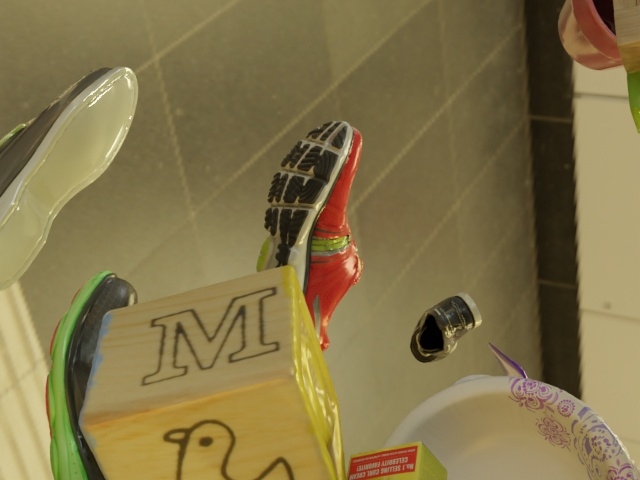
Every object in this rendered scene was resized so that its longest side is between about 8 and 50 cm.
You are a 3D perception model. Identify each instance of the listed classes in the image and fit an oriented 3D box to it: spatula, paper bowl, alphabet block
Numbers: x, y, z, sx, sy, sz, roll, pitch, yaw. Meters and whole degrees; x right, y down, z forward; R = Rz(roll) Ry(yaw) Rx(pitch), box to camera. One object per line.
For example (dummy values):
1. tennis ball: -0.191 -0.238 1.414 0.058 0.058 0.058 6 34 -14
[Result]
1. spatula: 0.299 0.243 1.600 0.084 0.030 0.296 60 6 -30
2. paper bowl: 0.196 0.294 1.192 0.148 0.284 0.284 46 59 -59
3. alphabet block: -0.093 0.163 1.098 0.193 0.197 0.192 -95 168 -59

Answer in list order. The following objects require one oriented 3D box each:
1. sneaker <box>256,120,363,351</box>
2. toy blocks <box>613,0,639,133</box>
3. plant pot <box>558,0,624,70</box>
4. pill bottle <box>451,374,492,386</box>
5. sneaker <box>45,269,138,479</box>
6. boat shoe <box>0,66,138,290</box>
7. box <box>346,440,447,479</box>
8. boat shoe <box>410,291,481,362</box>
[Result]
1. sneaker: 0.000 0.000 1.322 0.118 0.107 0.278 11 101 -32
2. toy blocks: 0.448 -0.319 1.240 0.190 0.261 0.381 50 36 -51
3. plant pot: 0.432 -0.330 1.647 0.180 0.201 0.201 142 -35 -76
4. pill bottle: 0.209 0.298 1.600 0.121 0.121 0.221 -48 153 -45
5. sneaker: -0.228 0.260 1.415 0.185 0.202 0.482 105 -23 -57
6. boat shoe: -0.309 -0.083 1.258 0.305 0.091 0.109 -58 152 -27
7. box: 0.058 0.300 1.055 0.058 0.087 0.232 53 35 -33
8. boat shoe: 0.186 0.154 1.909 0.079 0.084 0.233 -31 169 -23
